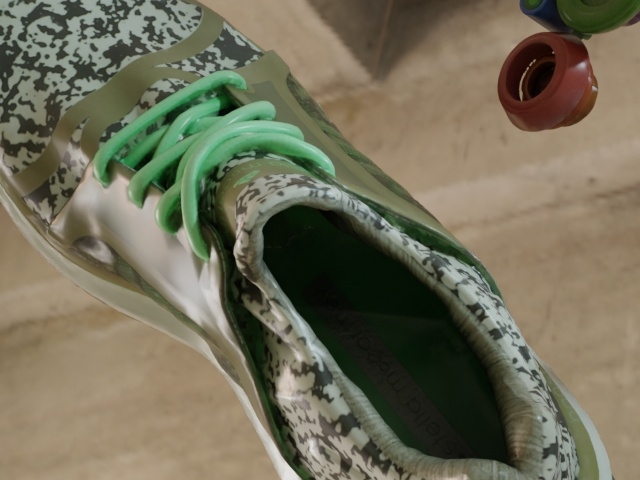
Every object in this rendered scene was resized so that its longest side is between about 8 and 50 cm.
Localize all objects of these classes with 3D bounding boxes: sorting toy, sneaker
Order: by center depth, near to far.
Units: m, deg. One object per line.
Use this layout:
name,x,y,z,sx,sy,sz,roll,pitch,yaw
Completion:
sneaker,-0.021,-0.012,0.707,0.410,0.158,0.182,44,-16,17
sorting toy,0.121,-0.093,0.742,0.042,0.061,0.102,24,-71,-39
